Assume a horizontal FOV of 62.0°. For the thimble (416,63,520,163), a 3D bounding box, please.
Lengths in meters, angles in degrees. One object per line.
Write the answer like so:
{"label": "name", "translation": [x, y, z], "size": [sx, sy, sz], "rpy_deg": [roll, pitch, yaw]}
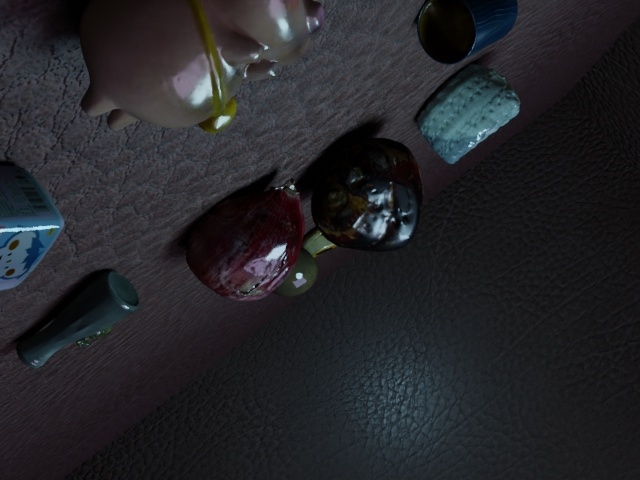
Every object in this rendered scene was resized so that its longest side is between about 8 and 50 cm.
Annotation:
{"label": "thimble", "translation": [0.383, -0.334, 1.396], "size": [0.250, 0.171, 0.205], "rpy_deg": [-41, 174, 30]}

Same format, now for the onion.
{"label": "onion", "translation": [-0.123, 0.005, 1.062], "size": [0.227, 0.120, 0.283], "rpy_deg": [26, 105, -42]}

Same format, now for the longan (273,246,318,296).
{"label": "longan", "translation": [-0.110, 0.090, 1.612], "size": [0.205, 0.159, 0.185], "rpy_deg": [-2, 163, 19]}

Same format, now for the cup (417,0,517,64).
{"label": "cup", "translation": [0.258, -0.383, 0.889], "size": [0.138, 0.113, 0.150], "rpy_deg": [-34, 171, -31]}

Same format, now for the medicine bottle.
{"label": "medicine bottle", "translation": [-0.355, -0.005, 0.489], "size": [0.119, 0.094, 0.188], "rpy_deg": [-44, 169, 20]}

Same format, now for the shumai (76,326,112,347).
{"label": "shumai", "translation": [-0.447, 0.156, 1.018], "size": [0.081, 0.083, 0.082], "rpy_deg": [-7, 135, -3]}

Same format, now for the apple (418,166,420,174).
{"label": "apple", "translation": [0.212, -0.183, 1.531], "size": [0.130, 0.146, 0.146], "rpy_deg": [-63, 162, 17]}

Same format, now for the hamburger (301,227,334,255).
{"label": "hamburger", "translation": [0.000, 0.000, 1.772], "size": [0.141, 0.081, 0.127], "rpy_deg": [-29, 172, 22]}

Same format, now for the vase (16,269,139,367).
{"label": "vase", "translation": [-0.432, 0.145, 0.940], "size": [0.214, 0.086, 0.086], "rpy_deg": [-34, 170, 4]}

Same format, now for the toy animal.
{"label": "toy animal", "translation": [-0.099, -0.185, 0.462], "size": [0.248, 0.149, 0.165], "rpy_deg": [-45, -177, 1]}

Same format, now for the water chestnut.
{"label": "water chestnut", "translation": [0.112, -0.106, 1.261], "size": [0.289, 0.289, 0.244], "rpy_deg": [-39, -157, 2]}
